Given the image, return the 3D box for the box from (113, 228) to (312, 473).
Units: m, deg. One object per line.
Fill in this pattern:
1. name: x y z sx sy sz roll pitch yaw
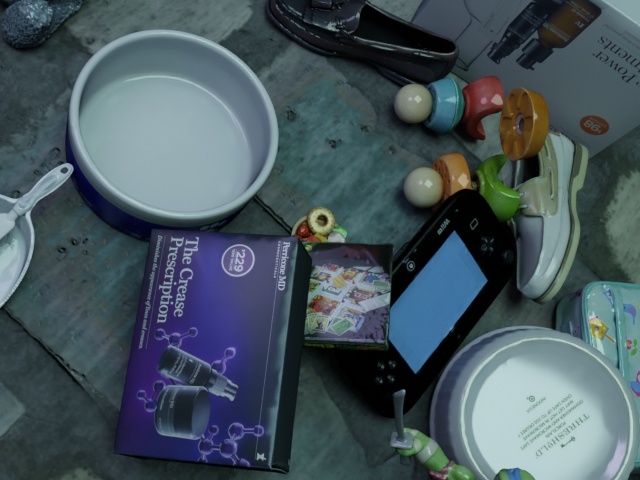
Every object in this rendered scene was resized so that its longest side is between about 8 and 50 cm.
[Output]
1. box: -0.118 0.127 0.974 0.184 0.103 0.261 3 73 8

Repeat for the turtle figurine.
1. turtle figurine: 0.089 0.313 0.917 0.274 0.266 0.198 11 39 -53

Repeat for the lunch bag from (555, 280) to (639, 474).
1. lunch bag: 0.450 0.203 1.212 0.223 0.108 0.279 8 68 -18

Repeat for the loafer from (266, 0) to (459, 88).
1. loafer: 0.070 -0.327 1.272 0.302 0.095 0.109 22 64 -12

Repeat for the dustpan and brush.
1. dustpan and brush: -0.380 -0.019 1.001 0.147 0.060 0.211 45 62 0

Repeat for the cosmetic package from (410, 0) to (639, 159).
1. cosmetic package: 0.352 -0.308 1.268 0.377 0.284 0.097 32 64 -7

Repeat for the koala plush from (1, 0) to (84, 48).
1. koala plush: -0.364 -0.403 1.061 0.196 0.221 0.203 43 61 -1

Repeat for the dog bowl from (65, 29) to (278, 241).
1. dog bowl: -0.195 -0.134 1.092 0.264 0.104 0.265 8 68 -19

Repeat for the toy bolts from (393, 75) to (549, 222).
1. toy bolts: 0.200 -0.163 1.217 0.158 0.218 0.229 1 52 -14

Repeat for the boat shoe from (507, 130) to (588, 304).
1. boat shoe: 0.324 -0.043 1.262 0.103 0.113 0.302 25 53 -9

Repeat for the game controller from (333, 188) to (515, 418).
1. game controller: 0.145 0.080 1.126 0.319 0.067 0.166 -49 127 -22

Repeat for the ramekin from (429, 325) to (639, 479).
1. ramekin: 0.275 0.235 1.069 0.272 0.127 0.273 -1 74 4

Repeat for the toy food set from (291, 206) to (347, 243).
1. toy food set: 0.000 0.000 1.164 0.083 0.020 0.083 -39 88 -29

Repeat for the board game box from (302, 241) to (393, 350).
1. board game box: -0.040 0.066 1.052 0.259 0.030 0.136 2 70 10
